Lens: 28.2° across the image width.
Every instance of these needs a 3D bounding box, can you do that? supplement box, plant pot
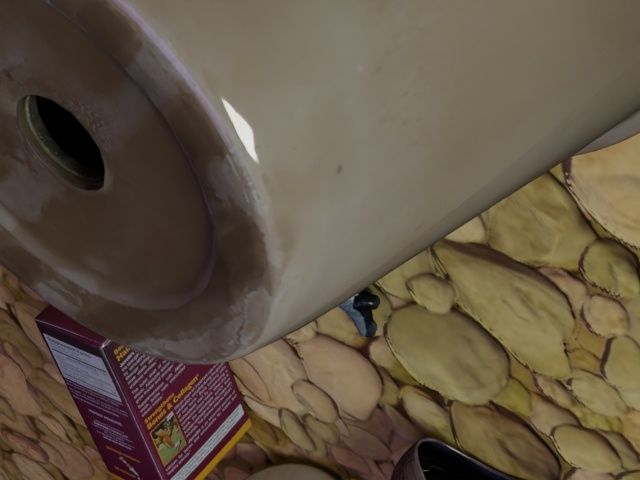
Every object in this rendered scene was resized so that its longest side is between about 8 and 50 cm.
[{"bbox_3d":[-0.137,0.107,1.018,0.081,0.104,0.188,16,137,35],"label":"supplement box"},{"bbox_3d":[-0.008,-0.112,0.486,0.323,0.280,0.323,26,143,22],"label":"plant pot"}]

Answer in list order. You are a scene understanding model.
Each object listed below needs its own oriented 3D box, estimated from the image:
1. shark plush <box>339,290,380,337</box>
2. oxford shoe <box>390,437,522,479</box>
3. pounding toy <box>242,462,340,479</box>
[{"bbox_3d":[0.000,0.000,0.833,0.161,0.073,0.067,40,173,-34],"label":"shark plush"},{"bbox_3d":[0.157,0.235,0.869,0.271,0.097,0.098,30,139,18],"label":"oxford shoe"},{"bbox_3d":[0.008,0.290,1.047,0.237,0.183,0.110,2,154,41],"label":"pounding toy"}]
